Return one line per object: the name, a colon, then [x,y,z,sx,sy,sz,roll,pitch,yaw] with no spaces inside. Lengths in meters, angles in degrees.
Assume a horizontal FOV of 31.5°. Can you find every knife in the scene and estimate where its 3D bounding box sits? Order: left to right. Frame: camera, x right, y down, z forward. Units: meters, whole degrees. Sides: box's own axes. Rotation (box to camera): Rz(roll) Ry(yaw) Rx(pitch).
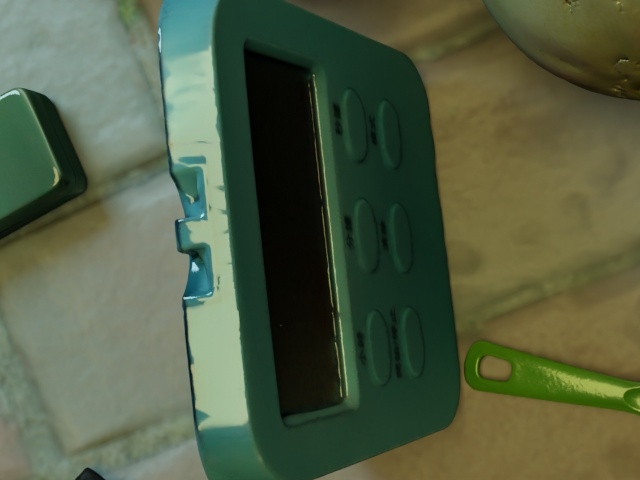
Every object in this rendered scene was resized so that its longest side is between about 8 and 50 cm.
knife: [0.165,0.084,0.658,0.166,0.022,0.078,10,86,14]

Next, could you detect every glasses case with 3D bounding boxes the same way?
glasses case: [-0.252,-0.027,0.762,0.184,0.039,0.078,-27,81,13]

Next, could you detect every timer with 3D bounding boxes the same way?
timer: [0.000,0.000,0.587,0.091,0.250,0.232,-6,87,16]

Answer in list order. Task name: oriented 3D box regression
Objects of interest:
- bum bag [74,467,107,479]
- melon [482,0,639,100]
bum bag: [-0.172,0.200,0.735,0.124,0.034,0.058,-41,53,10]
melon: [0.167,-0.220,0.563,0.223,0.223,0.317,-6,80,15]
